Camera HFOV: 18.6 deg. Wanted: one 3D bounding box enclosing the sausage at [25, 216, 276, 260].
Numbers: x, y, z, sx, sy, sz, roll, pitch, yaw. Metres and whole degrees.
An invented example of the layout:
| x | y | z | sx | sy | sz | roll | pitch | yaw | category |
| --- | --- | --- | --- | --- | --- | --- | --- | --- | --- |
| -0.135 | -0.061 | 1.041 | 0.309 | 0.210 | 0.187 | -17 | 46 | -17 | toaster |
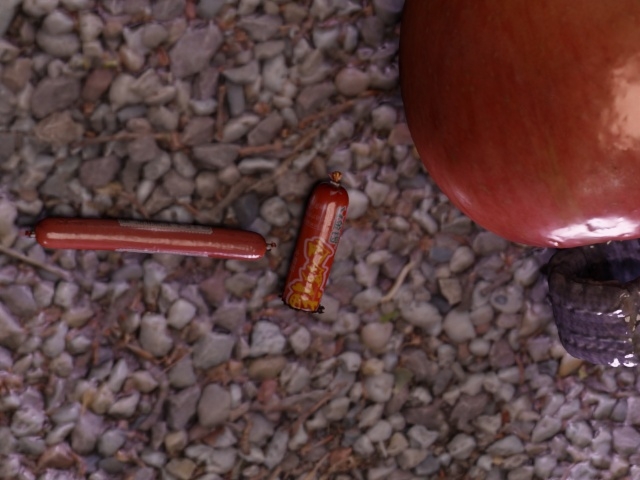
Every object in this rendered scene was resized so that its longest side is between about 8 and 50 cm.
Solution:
| x | y | z | sx | sy | sz | roll | pitch | yaw | category |
| --- | --- | --- | --- | --- | --- | --- | --- | --- | --- |
| -0.162 | -0.002 | 1.903 | 0.253 | 0.034 | 0.034 | 5 | 110 | -20 | sausage |

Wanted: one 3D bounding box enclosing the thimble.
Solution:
| x | y | z | sx | sy | sz | roll | pitch | yaw | category |
| --- | --- | --- | --- | --- | --- | --- | --- | --- | --- |
| 0.312 | 0.055 | 2.033 | 0.150 | 0.150 | 0.098 | -22 | 120 | -10 | thimble |

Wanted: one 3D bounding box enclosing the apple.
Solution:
| x | y | z | sx | sy | sz | roll | pitch | yaw | category |
| --- | --- | --- | --- | --- | --- | --- | --- | --- | --- |
| 0.252 | -0.172 | 1.805 | 0.364 | 0.364 | 0.364 | -7 | 114 | -17 | apple |

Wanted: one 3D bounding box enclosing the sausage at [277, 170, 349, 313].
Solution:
| x | y | z | sx | sy | sz | roll | pitch | yaw | category |
| --- | --- | --- | --- | --- | --- | --- | --- | --- | --- |
| 0.000 | 0.000 | 1.956 | 0.050 | 0.048 | 0.145 | 21 | 105 | 14 | sausage |
